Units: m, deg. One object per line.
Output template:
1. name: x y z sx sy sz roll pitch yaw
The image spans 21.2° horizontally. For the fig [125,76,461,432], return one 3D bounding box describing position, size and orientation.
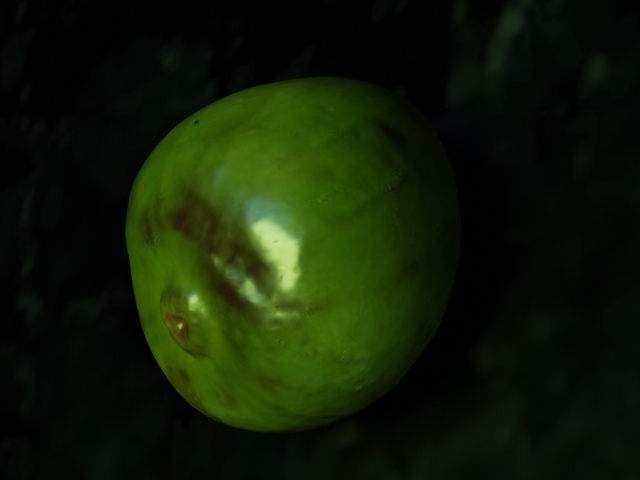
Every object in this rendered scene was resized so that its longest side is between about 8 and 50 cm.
1. fig: 0.000 0.000 1.018 0.203 0.203 0.225 3 29 46
